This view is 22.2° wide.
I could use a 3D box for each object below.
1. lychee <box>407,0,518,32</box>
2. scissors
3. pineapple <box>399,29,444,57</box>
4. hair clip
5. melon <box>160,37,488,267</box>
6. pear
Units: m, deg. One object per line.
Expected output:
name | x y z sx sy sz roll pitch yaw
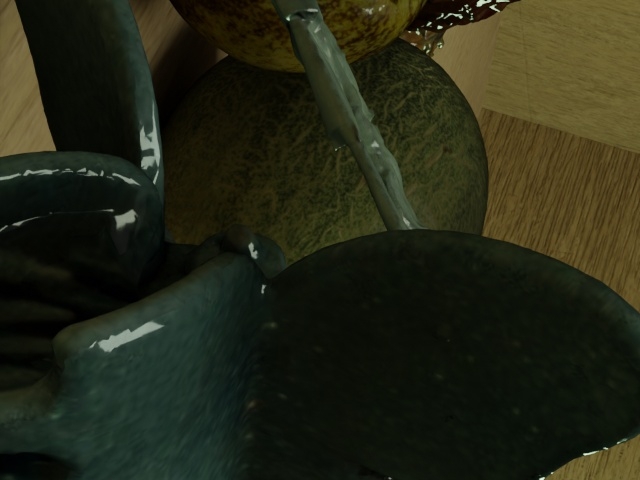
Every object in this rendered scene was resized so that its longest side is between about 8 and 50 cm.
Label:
lychee | 0.074 -0.287 1.197 0.260 0.260 0.261 17 90 -81
scissors | -0.021 -0.130 0.780 0.256 0.029 0.384 39 26 -80
pineapple | 0.034 -0.174 1.480 0.158 0.157 0.279 -63 174 -50
hair clip | -0.101 0.084 0.725 0.238 0.392 0.318 -35 152 -33
melon | -0.010 -0.016 1.166 0.329 0.248 0.249 -63 167 -44
pear | -0.003 -0.200 1.010 0.197 0.197 0.197 17 90 -81
